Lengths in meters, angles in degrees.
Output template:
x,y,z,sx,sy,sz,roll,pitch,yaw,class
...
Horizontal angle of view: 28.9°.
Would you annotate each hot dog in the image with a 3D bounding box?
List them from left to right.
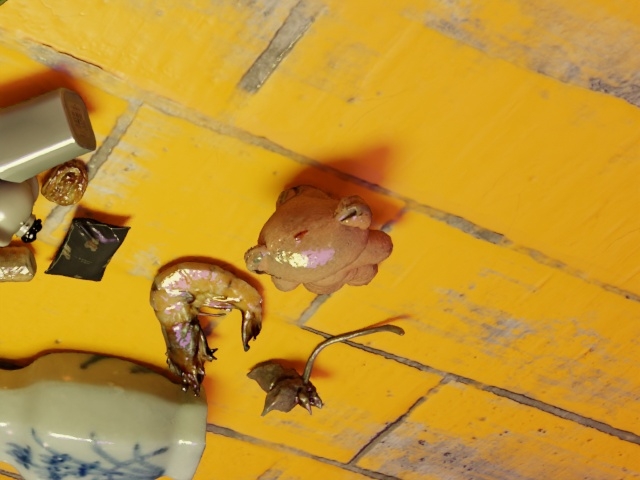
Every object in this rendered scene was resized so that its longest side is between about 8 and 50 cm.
x,y,z,sx,sy,sz,roll,pitch,yaw,class
-0.370,-0.080,1.797,0.058,0.035,0.083,24,130,-23,hot dog

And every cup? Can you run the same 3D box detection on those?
x,y,z,sx,sy,sz,roll,pitch,yaw,class
-0.378,-0.141,1.688,0.129,0.095,0.128,-18,173,11,cup

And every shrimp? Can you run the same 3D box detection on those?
x,y,z,sx,sy,sz,roll,pitch,yaw,class
-0.177,0.137,2.041,0.178,0.075,0.289,-9,125,1,shrimp

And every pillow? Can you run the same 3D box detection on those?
x,y,z,sx,sy,sz,roll,pitch,yaw,class
-0.356,0.014,1.894,0.090,0.048,0.150,22,136,-15,pillow

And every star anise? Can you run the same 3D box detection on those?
x,y,z,sx,sy,sz,roll,pitch,yaw,class
-0.001,0.201,2.108,0.218,0.148,0.227,28,106,11,star anise

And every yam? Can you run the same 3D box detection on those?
x,y,z,sx,sy,sz,roll,pitch,yaw,class
-0.584,0.046,1.893,0.299,0.066,0.066,-4,138,-1,yam

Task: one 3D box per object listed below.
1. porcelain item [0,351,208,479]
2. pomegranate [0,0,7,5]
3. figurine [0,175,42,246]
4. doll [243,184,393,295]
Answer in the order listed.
x,y,z,sx,sy,sz,roll,pitch,yaw,class
-0.405,0.315,2.125,0.405,0.179,0.243,8,137,-14,porcelain item
-0.412,-0.357,1.340,0.254,0.254,0.270,7,147,-13,pomegranate
-0.466,-0.067,1.733,0.126,0.147,0.192,-23,118,43,figurine
0.000,0.000,1.874,0.201,0.156,0.303,-22,165,6,doll
